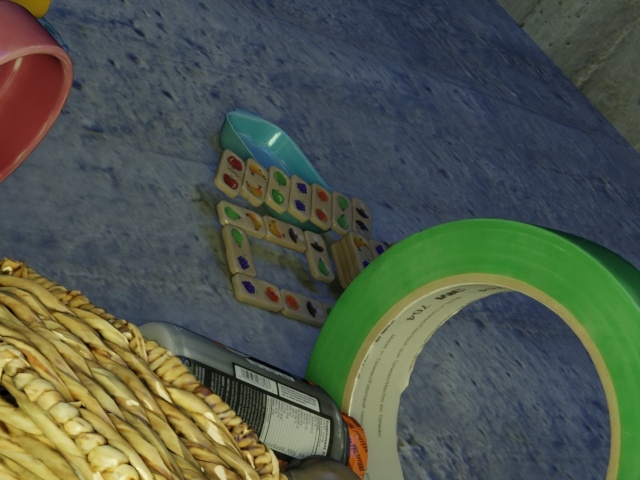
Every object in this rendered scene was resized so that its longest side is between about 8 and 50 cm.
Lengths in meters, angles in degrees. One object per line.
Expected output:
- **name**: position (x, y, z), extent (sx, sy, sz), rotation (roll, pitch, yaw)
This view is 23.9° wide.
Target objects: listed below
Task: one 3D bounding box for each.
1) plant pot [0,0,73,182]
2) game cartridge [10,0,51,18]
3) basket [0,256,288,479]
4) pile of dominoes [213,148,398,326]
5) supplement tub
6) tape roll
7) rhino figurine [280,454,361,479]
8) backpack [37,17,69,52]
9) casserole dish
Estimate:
- **plant pot**: position (-0.310, -0.127, 1.091), extent (0.180, 0.201, 0.201), rotation (46, 22, 9)
- **game cartridge**: position (-0.431, -0.276, 1.281), extent (0.323, 0.053, 0.285), rotation (-12, 47, -48)
- **basket**: position (-0.149, 0.117, 0.772), extent (0.299, 0.213, 0.223), rotation (25, 14, 25)
- **pile of dominoes**: position (0.000, 0.000, 1.532), extent (0.251, 0.040, 0.196), rotation (20, 43, -42)
- **supplement tub**: position (-0.065, 0.141, 1.104), extent (0.190, 0.117, 0.117), rotation (27, 25, -33)
- **tape roll**: position (0.132, 0.145, 1.144), extent (0.077, 0.321, 0.321), rotation (10, 37, -53)
- **rhino figurine**: position (0.021, 0.257, 1.022), extent (0.106, 0.073, 0.243), rotation (-19, 82, -38)
- **backpack**: position (-0.294, -0.178, 1.386), extent (0.114, 0.084, 0.105), rotation (41, 19, 8)
- **casserole dish**: position (-0.046, -0.071, 1.660), extent (0.114, 0.037, 0.188), rotation (11, 37, -53)
